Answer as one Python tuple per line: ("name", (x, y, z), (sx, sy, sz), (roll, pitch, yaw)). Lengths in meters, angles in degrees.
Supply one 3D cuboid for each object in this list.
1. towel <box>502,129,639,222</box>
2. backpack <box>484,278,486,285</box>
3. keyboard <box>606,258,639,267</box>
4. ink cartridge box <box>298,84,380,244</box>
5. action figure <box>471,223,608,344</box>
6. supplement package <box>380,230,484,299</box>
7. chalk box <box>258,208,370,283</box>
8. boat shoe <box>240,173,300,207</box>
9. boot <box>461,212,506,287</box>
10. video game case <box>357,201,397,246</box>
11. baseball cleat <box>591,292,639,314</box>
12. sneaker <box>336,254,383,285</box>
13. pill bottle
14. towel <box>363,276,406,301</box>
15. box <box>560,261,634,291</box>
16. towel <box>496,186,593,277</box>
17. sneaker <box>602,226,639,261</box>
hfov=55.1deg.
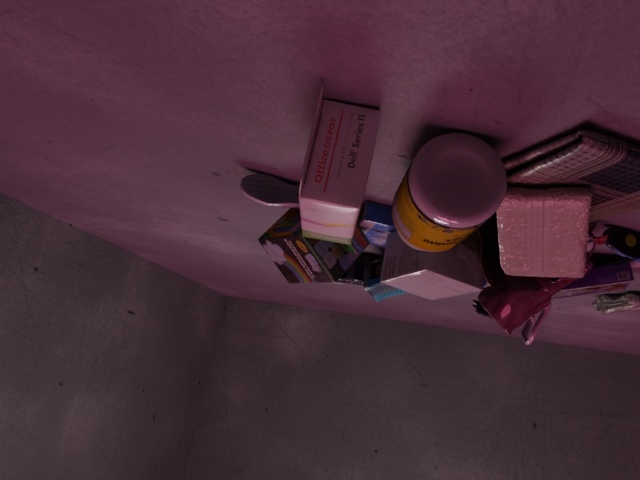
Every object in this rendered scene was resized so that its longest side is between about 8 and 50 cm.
("towel", (0.536, -0.124, 1.233), (0.312, 0.056, 0.324), (12, 164, -17))
("backpack", (0.484, 0.078, 1.955), (0.098, 0.101, 0.120), (18, -162, -17))
("keyboard", (0.920, 0.058, 1.702), (0.072, 0.014, 0.256), (16, 166, -19))
("ink cartridge box", (0.036, -0.135, 1.218), (0.119, 0.207, 0.353), (12, 167, 3))
("action figure", (0.582, 0.105, 1.568), (0.276, 0.248, 0.370), (46, 119, -7))
("supplement package", (0.304, 0.055, 1.656), (0.194, 0.149, 0.203), (20, 159, -25))
("chalk box", (0.000, 0.000, 1.733), (0.289, 0.179, 0.180), (-7, 123, 52))
("boat shoe", (-0.109, -0.119, 1.657), (0.226, 0.083, 0.076), (14, 165, -13))
("boot", (0.405, 0.008, 1.538), (0.082, 0.219, 0.106), (-9, -179, -15))
("video game case", (0.230, -0.028, 1.806), (0.269, 0.061, 0.244), (13, 167, -7))
("baseball cleat", (1.057, 0.226, 2.151), (0.109, 0.072, 0.206), (8, 171, -14))
("sneaker", (0.144, 0.107, 2.288), (0.321, 0.126, 0.127), (7, 175, -33))
("pill bottle", (0.255, -0.081, 1.305), (0.188, 0.188, 0.334), (11, 167, 1))
("towel", (0.350, 0.147, 2.204), (0.370, 0.040, 0.271), (-13, 162, 10))
("box", (0.758, 0.128, 1.828), (0.293, 0.057, 0.201), (-10, 165, 17))
("towel", (0.477, -0.015, 1.317), (0.187, 0.049, 0.282), (1, 141, 19))
("sneaker", (0.785, 0.020, 1.545), (0.209, 0.069, 0.082), (14, 170, -14))
